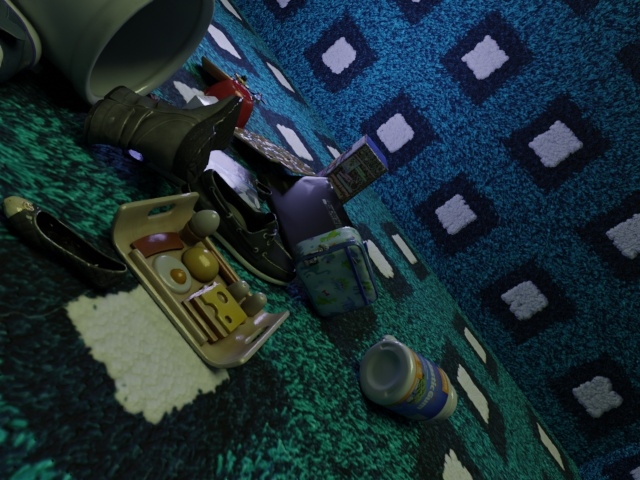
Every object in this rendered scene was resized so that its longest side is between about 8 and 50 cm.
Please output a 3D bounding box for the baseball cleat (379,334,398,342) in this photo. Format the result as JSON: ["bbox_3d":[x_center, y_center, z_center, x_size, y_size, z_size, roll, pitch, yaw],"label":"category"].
[{"bbox_3d":[0.227,0.370,1.170,0.206,0.072,0.109,50,35,1],"label":"baseball cleat"}]

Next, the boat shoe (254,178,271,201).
[{"bbox_3d":[-0.196,-0.161,1.168,0.133,0.042,0.048,36,27,-35],"label":"boat shoe"}]

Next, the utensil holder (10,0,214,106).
[{"bbox_3d":[-0.452,-0.505,0.772,0.385,0.328,0.327,47,20,-10],"label":"utensil holder"}]

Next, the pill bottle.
[{"bbox_3d":[0.233,0.365,1.036,0.272,0.152,0.152,36,25,-36],"label":"pill bottle"}]

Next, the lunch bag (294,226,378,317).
[{"bbox_3d":[0.043,0.080,1.002,0.090,0.176,0.218,-102,174,-53],"label":"lunch bag"}]

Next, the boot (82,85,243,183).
[{"bbox_3d":[-0.301,-0.259,0.843,0.223,0.118,0.338,23,32,-5],"label":"boot"}]

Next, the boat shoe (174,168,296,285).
[{"bbox_3d":[-0.153,-0.029,0.920,0.340,0.113,0.127,44,19,-21],"label":"boat shoe"}]

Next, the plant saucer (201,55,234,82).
[{"bbox_3d":[-0.357,-0.598,1.519,0.200,0.037,0.200,38,9,-7],"label":"plant saucer"}]

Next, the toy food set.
[{"bbox_3d":[-0.189,0.053,0.725,0.306,0.092,0.220,51,19,0],"label":"toy food set"}]

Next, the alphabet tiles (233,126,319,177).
[{"bbox_3d":[-0.155,-0.303,1.425,0.285,0.011,0.342,38,16,14],"label":"alphabet tiles"}]

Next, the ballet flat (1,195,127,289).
[{"bbox_3d":[-0.336,-0.001,0.552,0.173,0.049,0.057,44,20,-22],"label":"ballet flat"}]

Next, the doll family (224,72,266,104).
[{"bbox_3d":[-0.307,-0.619,1.688,0.193,0.076,0.111,50,14,-22],"label":"doll family"}]

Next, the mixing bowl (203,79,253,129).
[{"bbox_3d":[-0.298,-0.483,1.421,0.181,0.098,0.181,45,21,-22],"label":"mixing bowl"}]

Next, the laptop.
[{"bbox_3d":[0.000,0.000,1.361,0.408,0.236,0.381,-1,50,-31],"label":"laptop"}]

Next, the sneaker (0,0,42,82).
[{"bbox_3d":[-0.560,-0.350,0.539,0.322,0.130,0.236,49,15,-25],"label":"sneaker"}]

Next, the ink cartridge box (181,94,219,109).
[{"bbox_3d":[-0.311,-0.333,1.136,0.092,0.090,0.143,50,18,-6],"label":"ink cartridge box"}]

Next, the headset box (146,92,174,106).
[{"bbox_3d":[-0.395,-0.323,1.014,0.083,0.032,0.062,12,43,-60],"label":"headset box"}]

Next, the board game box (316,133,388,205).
[{"bbox_3d":[0.118,-0.277,1.698,0.141,0.291,0.232,49,20,-13],"label":"board game box"}]

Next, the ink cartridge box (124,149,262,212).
[{"bbox_3d":[-0.283,-0.175,0.963,0.333,0.065,0.165,32,28,-42],"label":"ink cartridge box"}]
